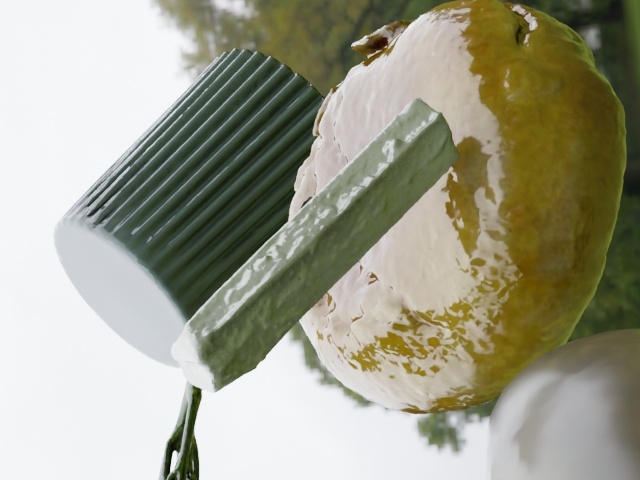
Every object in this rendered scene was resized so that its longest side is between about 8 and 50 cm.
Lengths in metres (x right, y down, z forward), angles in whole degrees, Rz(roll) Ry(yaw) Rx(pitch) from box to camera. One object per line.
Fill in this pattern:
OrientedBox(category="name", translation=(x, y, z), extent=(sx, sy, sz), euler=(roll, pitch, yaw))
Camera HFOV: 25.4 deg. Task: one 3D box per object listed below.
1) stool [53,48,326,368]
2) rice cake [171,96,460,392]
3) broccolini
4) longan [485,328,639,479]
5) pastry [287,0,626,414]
OrientedBox(category="stool", translation=(-0.143, -0.033, 1.823), extent=(0.330, 0.297, 0.297), euler=(-44, -40, -27))
OrientedBox(category="rice cake", translation=(0.000, 0.000, 0.942), extent=(0.052, 0.256, 0.057), euler=(49, 157, -8))
OrientedBox(category="broccolini", translation=(-0.103, 0.181, 1.180), extent=(0.074, 0.058, 0.201), euler=(-20, 48, 58))
OrientedBox(category="longan", translation=(0.235, 0.180, 0.900), extent=(0.300, 0.243, 0.300), euler=(51, 179, 1))
OrientedBox(category="pastry", translation=(0.096, -0.031, 1.141), extent=(0.356, 0.164, 0.356), euler=(-38, 43, 47))
